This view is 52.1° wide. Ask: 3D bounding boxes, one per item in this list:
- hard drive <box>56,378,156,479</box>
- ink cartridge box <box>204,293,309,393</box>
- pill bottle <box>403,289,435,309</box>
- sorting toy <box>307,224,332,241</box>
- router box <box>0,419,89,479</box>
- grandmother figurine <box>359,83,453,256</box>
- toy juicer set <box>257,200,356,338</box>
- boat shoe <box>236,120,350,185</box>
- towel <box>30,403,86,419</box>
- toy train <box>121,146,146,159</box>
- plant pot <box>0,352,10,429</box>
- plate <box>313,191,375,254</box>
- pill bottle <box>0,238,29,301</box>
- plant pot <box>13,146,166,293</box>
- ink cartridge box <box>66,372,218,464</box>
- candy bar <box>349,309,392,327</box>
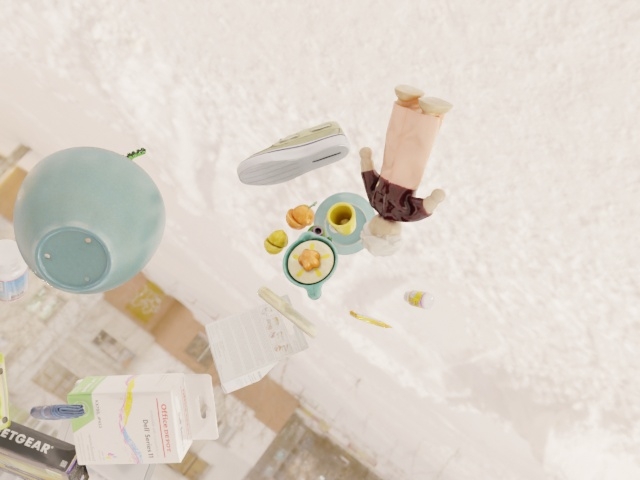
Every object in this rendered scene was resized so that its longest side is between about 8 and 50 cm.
[{"bbox_3d":[-0.668,0.625,2.074,0.353,0.233,0.047,24,-171,19],"label":"hard drive"},{"bbox_3d":[-0.162,0.259,1.665,0.066,0.232,0.189,81,167,-48],"label":"ink cartridge box"},{"bbox_3d":[0.253,0.151,1.693,0.043,0.043,0.083,45,160,-28],"label":"pill bottle"},{"bbox_3d":[0.000,0.000,1.696,0.061,0.102,0.042,-2,159,-12],"label":"sorting toy"},{"bbox_3d":[-0.840,0.626,1.902,0.309,0.081,0.243,19,140,5],"label":"router box"},{"bbox_3d":[0.158,-0.115,1.283,0.104,0.342,0.208,-7,-146,-37],"label":"grandmother figurine"},{"bbox_3d":[-0.056,0.045,1.546,0.209,0.329,0.089,13,159,21],"label":"toy juicer set"},{"bbox_3d":[-0.074,-0.226,1.711,0.109,0.302,0.094,79,174,-59],"label":"boat shoe"},{"bbox_3d":[-0.528,0.345,1.313,0.119,0.029,0.067,-16,158,42],"label":"towel"},{"bbox_3d":[-0.497,-0.222,1.724,0.024,0.083,0.017,95,150,-69],"label":"toy train"},{"bbox_3d":[-0.904,0.385,1.610,0.207,0.227,0.228,-3,-178,31],"label":"plant pot"},{"bbox_3d":[0.073,-0.047,1.913,0.188,0.188,0.024,40,-175,-10],"label":"plate"},{"bbox_3d":[-0.702,0.066,1.468,0.087,0.087,0.160,37,142,4],"label":"pill bottle"},{"bbox_3d":[-0.452,-0.009,1.253,0.290,0.290,0.195,44,-166,-25],"label":"plant pot"},{"bbox_3d":[-0.461,0.468,1.723,0.353,0.207,0.119,-4,-169,6],"label":"ink cartridge box"},{"bbox_3d":[0.151,0.240,1.977,0.161,0.018,0.040,23,-177,-36],"label":"candy bar"}]
